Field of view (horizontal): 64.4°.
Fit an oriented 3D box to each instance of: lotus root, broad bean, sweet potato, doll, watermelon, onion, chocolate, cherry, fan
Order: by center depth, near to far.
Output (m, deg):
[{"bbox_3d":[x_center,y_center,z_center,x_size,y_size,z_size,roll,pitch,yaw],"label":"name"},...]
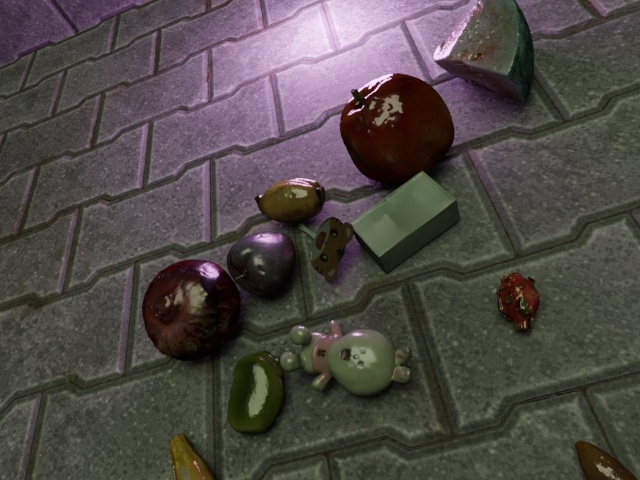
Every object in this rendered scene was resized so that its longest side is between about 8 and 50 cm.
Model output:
[{"bbox_3d":[0.488,0.413,0.797,0.065,0.051,0.218,-28,51,-3],"label":"sweet potato"},{"bbox_3d":[-0.253,0.491,1.038,0.085,0.086,0.219,-38,47,-7],"label":"chocolate"},{"bbox_3d":[0.059,0.245,1.066,0.275,0.113,0.155,4,67,17],"label":"doll"},{"bbox_3d":[-0.138,0.328,1.107,0.124,0.082,0.174,-11,63,16],"label":"broad bean"},{"bbox_3d":[-0.315,0.164,1.221,0.246,0.190,0.246,-6,72,19],"label":"onion"},{"bbox_3d":[-0.145,0.053,1.265,0.176,0.140,0.176,0,37,0],"label":"cherry"},{"bbox_3d":[0.000,0.000,1.288,0.226,0.008,0.153,33,104,52],"label":"fan"},{"bbox_3d":[-0.088,-0.106,1.367,0.220,0.125,0.118,-8,94,24],"label":"lotus root"},{"bbox_3d":[0.442,-0.529,1.401,0.258,0.228,0.387,-15,60,23],"label":"watermelon"}]

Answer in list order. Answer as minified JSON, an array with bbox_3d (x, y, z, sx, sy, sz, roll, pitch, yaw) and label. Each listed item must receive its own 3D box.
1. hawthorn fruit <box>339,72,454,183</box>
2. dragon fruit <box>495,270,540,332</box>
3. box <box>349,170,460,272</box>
[{"bbox_3d":[0.180,-0.288,1.290,0.275,0.299,0.275,-31,40,30],"label":"hawthorn fruit"},{"bbox_3d":[0.400,0.125,1.024,0.081,0.086,0.116,6,59,-20],"label":"dragon fruit"},{"bbox_3d":[0.202,-0.044,1.221,0.225,0.086,0.129,-35,51,-4],"label":"box"}]
